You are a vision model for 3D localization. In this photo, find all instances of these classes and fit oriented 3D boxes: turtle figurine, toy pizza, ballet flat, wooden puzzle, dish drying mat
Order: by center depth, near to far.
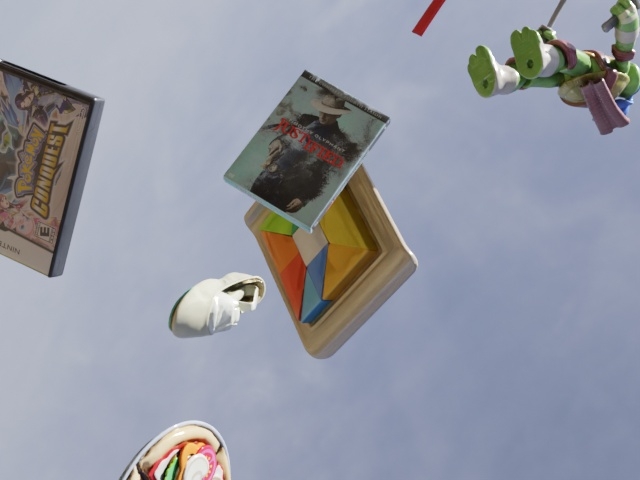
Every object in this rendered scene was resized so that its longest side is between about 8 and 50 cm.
[{"bbox_3d":[-0.145,0.280,1.083,0.032,0.201,0.201,14,-115,31],"label":"toy pizza"},{"bbox_3d":[0.000,0.000,1.392,0.221,0.044,0.238,-49,-122,35],"label":"wooden puzzle"},{"bbox_3d":[0.345,-0.291,1.525,0.198,0.266,0.274,34,-56,46],"label":"turtle figurine"},{"bbox_3d":[-0.149,0.098,1.679,0.086,0.086,0.248,-43,177,21],"label":"ballet flat"},{"bbox_3d":[0.185,-0.380,1.818,0.083,0.008,0.032,-55,-149,6],"label":"dish drying mat"}]

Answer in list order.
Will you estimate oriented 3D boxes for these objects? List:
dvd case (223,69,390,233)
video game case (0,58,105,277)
[{"bbox_3d":[-0.010,-0.074,0.885,0.119,0.087,0.013,-53,166,-19],"label":"dvd case"},{"bbox_3d":[-0.454,-0.115,1.596,0.035,0.248,0.274,-15,125,-65],"label":"video game case"}]
